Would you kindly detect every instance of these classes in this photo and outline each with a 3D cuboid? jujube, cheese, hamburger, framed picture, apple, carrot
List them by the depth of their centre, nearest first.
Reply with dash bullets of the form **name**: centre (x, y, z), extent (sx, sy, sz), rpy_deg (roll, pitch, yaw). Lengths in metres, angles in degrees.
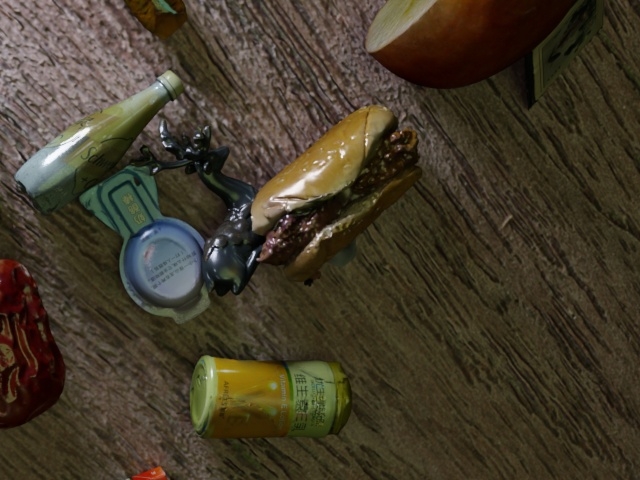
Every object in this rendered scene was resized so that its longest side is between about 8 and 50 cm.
- **jujube**: centre (-0.437, 0.140, 1.843), extent (0.155, 0.155, 0.230), rpy_deg (-14, 95, -17)
- **carrot**: centre (-0.283, -0.389, 1.854), extent (0.070, 0.070, 0.260), rpy_deg (-45, 109, -8)
- **apple**: centre (0.221, -0.385, 1.887), extent (0.295, 0.365, 0.329), rpy_deg (-7, 90, -20)
- **cheese**: centre (-0.240, 0.009, 1.940), extent (0.135, 0.052, 0.245), rpy_deg (-33, 106, -15)
- **hamburger**: centre (0.035, -0.080, 1.952), extent (0.245, 0.282, 0.155), rpy_deg (-39, 94, 25)
- **framed picture**: centre (0.377, -0.307, 2.058), extent (0.010, 0.199, 0.195), rpy_deg (39, 81, 21)

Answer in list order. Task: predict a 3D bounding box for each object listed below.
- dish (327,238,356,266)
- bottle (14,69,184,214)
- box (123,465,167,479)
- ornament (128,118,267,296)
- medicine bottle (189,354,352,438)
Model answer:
- **dish**: centre (0.000, 0.000, 2.032), extent (0.137, 0.039, 0.091), rpy_deg (21, 91, -20)
- **bottle**: centre (-0.302, -0.144, 1.876), extent (0.269, 0.083, 0.083), rpy_deg (-41, 109, -11)
- **box**: centre (-0.291, 0.410, 1.992), extent (0.152, 0.048, 0.100), rpy_deg (-19, 107, -18)
- **ornament**: centre (-0.174, -0.056, 1.912), extent (0.236, 0.080, 0.202), rpy_deg (44, 56, -25)
- **medicine bottle**: centre (-0.069, 0.236, 2.003), extent (0.238, 0.124, 0.124), rpy_deg (3, 98, -19)
